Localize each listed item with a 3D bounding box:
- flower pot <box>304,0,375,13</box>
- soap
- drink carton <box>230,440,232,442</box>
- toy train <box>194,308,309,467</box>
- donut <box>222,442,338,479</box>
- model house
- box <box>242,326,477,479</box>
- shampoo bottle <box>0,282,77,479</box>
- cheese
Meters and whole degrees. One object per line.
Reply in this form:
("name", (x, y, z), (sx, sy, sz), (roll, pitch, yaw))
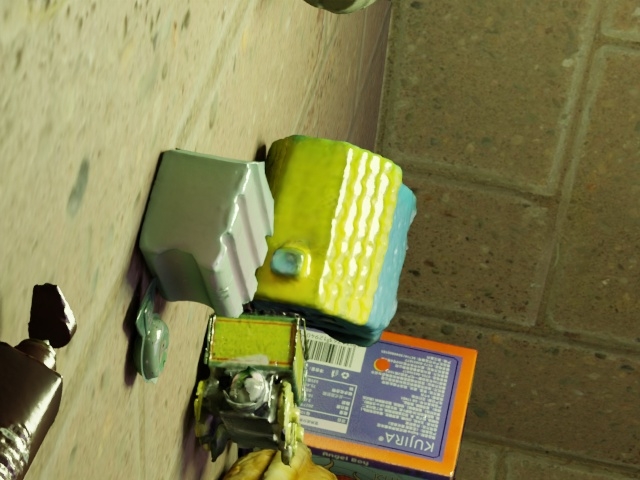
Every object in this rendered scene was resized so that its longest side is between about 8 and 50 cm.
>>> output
("flower pot", (0.034, -0.361, 1.755), (0.140, 0.235, 0.235), (-49, 157, -34))
("soap", (-0.112, -0.006, 1.485), (0.230, 0.091, 0.145), (86, 19, -70))
("drink carton", (-0.104, 0.234, 2.151), (0.165, 0.056, 0.071), (91, 8, -57))
("toy train", (-0.087, 0.192, 1.899), (0.261, 0.134, 0.177), (85, 8, -71))
("donut", (-0.083, 0.518, 2.189), (0.449, 0.198, 0.449), (14, 90, -81))
("model house", (0.000, 0.000, 2.001), (0.303, 0.215, 0.237), (55, 47, -76))
("box", (0.062, 0.329, 2.467), (0.318, 0.349, 0.257), (95, 8, -54))
("shampoo bottle", (-0.209, 0.119, 0.932), (0.236, 0.067, 0.068), (-71, 180, -55))
("cheese", (-0.167, 0.095, 1.438), (0.120, 0.026, 0.067), (88, 13, -48))
